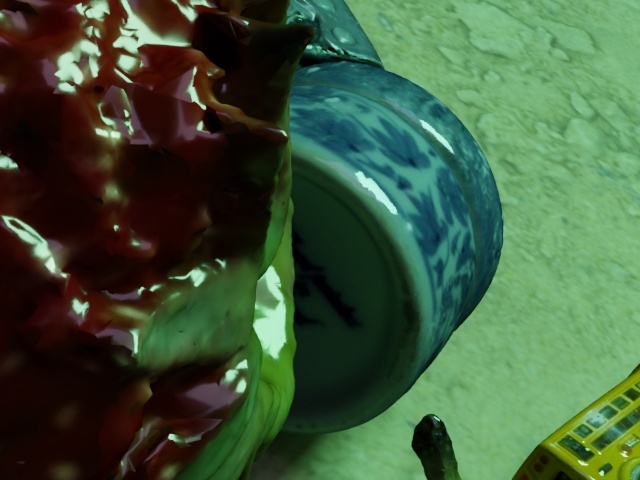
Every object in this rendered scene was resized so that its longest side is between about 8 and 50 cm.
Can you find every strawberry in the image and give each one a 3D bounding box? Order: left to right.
[{"bbox_3d":[-0.173,-0.002,0.566,0.343,0.292,0.292,2,38,1],"label":"strawberry"}]

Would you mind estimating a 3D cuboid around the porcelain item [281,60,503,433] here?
[{"bbox_3d":[0.000,0.000,0.745,0.147,0.147,0.114,35,35,8],"label":"porcelain item"}]

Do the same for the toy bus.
[{"bbox_3d":[0.155,0.105,0.793,0.074,0.069,0.162,41,37,20],"label":"toy bus"}]

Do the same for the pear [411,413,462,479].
[{"bbox_3d":[0.045,0.162,0.516,0.166,0.216,0.180,3,17,-4],"label":"pear"}]

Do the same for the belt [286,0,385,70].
[{"bbox_3d":[-0.095,-0.097,0.825,0.218,0.122,0.128,8,38,-38],"label":"belt"}]
